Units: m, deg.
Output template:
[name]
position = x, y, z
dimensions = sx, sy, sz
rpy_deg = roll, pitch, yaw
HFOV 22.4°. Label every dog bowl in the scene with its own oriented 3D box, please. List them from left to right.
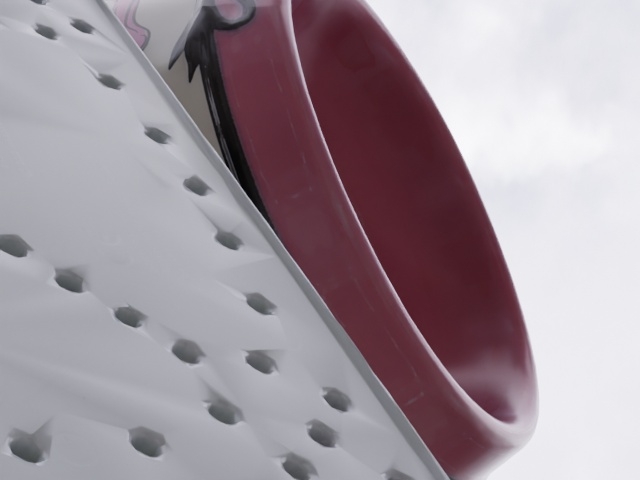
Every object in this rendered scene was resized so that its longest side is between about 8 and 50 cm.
[dog bowl]
position = 0.000, 0.000, 1.017
dimensions = 0.150, 0.408, 0.408
rpy_deg = -26, -74, 17

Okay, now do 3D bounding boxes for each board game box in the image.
[board game box]
position = -0.194, -0.029, 0.553
dimensions = 0.390, 0.390, 0.050
rpy_deg = 10, -60, -37
